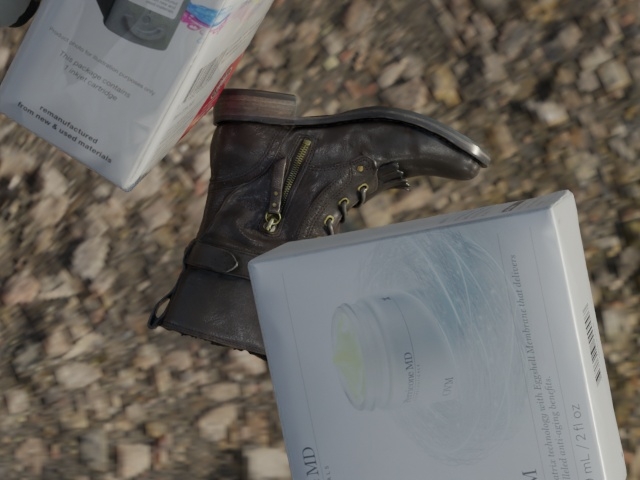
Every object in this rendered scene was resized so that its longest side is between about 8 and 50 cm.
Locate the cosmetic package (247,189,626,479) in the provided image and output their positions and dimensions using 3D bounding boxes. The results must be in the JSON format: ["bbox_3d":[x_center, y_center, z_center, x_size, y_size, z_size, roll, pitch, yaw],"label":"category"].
[{"bbox_3d":[0.087,0.097,1.385,0.225,0.138,0.224,-11,94,14],"label":"cosmetic package"}]

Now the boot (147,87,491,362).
[{"bbox_3d":[0.000,0.000,1.609,0.263,0.091,0.229,8,84,8],"label":"boot"}]

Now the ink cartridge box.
[{"bbox_3d":[-0.096,-0.218,1.436,0.131,0.226,0.306,31,115,3],"label":"ink cartridge box"}]

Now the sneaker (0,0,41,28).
[{"bbox_3d":[-0.382,-0.302,1.419,0.410,0.158,0.182,14,124,-20],"label":"sneaker"}]
